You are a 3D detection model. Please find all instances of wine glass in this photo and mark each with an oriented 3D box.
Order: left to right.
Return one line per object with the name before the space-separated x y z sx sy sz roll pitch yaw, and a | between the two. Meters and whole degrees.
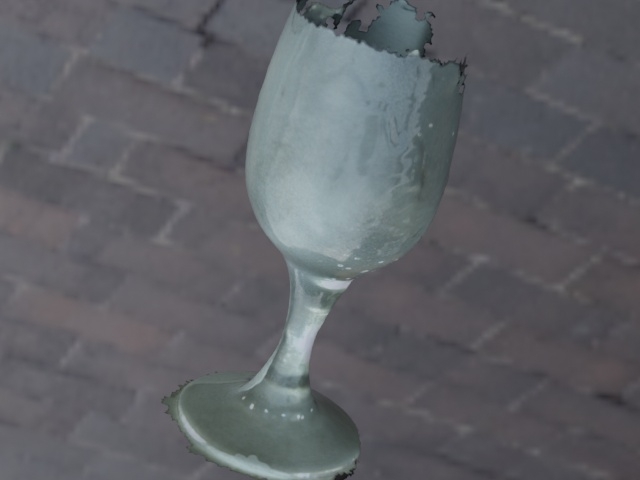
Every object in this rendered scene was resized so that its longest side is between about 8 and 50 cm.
wine glass | 0.000 0.000 1.246 0.143 0.143 0.321 13 116 -10
